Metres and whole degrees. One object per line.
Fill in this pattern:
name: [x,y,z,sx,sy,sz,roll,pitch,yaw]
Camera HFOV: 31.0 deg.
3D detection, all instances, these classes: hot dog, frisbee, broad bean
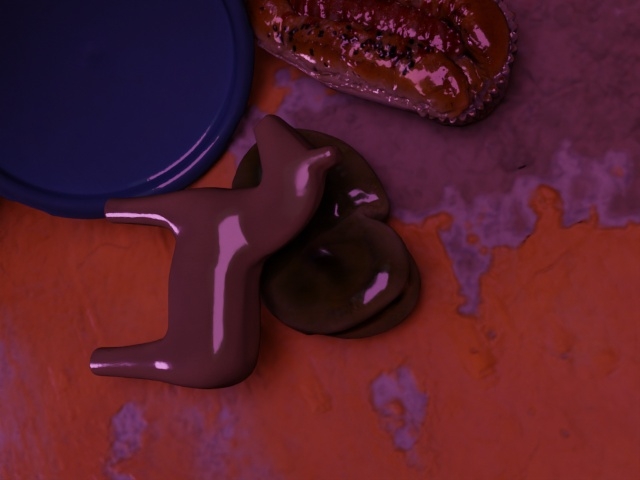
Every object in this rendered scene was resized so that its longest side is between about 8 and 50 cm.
hot dog: [0.050,-0.193,1.005,0.268,0.075,0.144,26,91,25]
frisbee: [-0.199,-0.156,1.006,0.289,0.289,0.049,-43,33,7]
broad bean: [-0.001,-0.001,0.994,0.153,0.072,0.207,-46,58,5]

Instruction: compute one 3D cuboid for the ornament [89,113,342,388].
ornament: [-0.088,0.011,0.980,0.245,0.061,0.230,-1,83,35]
